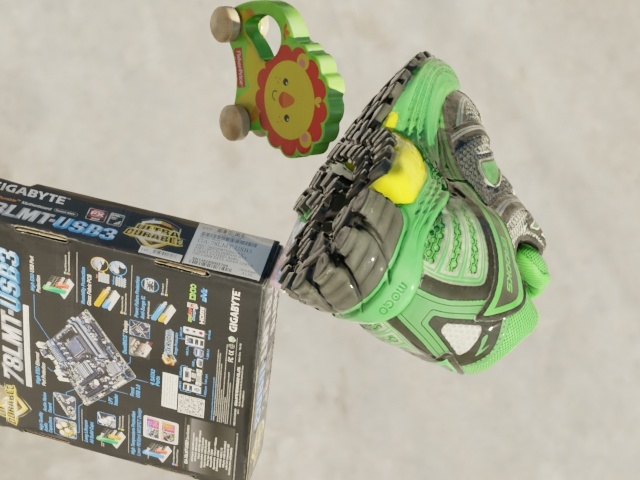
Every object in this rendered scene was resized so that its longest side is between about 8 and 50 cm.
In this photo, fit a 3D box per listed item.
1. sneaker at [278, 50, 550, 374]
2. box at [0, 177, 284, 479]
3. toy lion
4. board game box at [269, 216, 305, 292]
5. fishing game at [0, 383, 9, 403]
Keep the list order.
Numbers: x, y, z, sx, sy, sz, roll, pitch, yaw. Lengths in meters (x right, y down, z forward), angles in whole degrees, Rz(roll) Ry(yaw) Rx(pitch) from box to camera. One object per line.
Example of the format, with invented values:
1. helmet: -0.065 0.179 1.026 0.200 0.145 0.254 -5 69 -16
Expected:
1. sneaker: 0.067 -0.009 1.186 0.146 0.134 0.343 37 22 -9
2. box: -0.193 0.092 1.798 0.073 0.293 0.295 -67 167 -46
3. toy lion: -0.023 -0.100 1.156 0.034 0.096 0.100 -9 95 -42
4. board game box: 0.000 0.000 1.681 0.090 0.020 0.090 -10 129 -58
5. fishing game: -0.293 0.059 1.137 0.189 0.041 0.264 51 13 13
